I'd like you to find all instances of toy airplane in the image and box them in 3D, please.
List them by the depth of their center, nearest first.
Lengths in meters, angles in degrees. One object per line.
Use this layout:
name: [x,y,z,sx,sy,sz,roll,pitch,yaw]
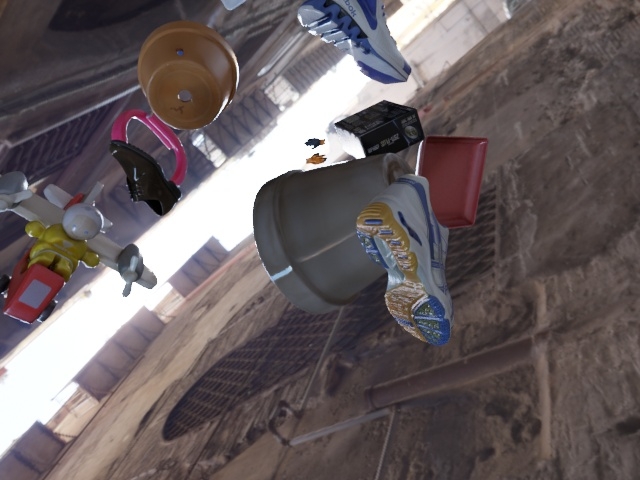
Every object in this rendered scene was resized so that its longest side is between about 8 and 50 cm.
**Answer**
toy airplane: [-0.607,-0.019,1.252,0.386,0.272,0.384,-12,-105,-55]

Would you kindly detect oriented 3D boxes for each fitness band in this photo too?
fitness band: [-0.539,-0.287,1.643,0.291,0.054,0.209,51,-138,-46]

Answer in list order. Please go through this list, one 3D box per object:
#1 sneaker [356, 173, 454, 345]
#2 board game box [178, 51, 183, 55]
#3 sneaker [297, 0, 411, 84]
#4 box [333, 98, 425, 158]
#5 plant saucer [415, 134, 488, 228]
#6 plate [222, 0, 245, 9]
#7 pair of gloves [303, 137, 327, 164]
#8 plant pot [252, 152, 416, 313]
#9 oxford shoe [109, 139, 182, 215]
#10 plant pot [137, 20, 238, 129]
sneaker: [0.161,0.036,0.783,0.131,0.112,0.296,-49,-47,-30]
board game box: [-0.436,-0.578,1.604,0.169,0.133,0.033,43,-138,-6]
sneaker: [0.113,-0.511,1.185,0.315,0.182,0.127,27,177,-35]
box: [0.135,-0.258,1.209,0.077,0.147,0.180,67,172,-27]
plant saucer: [0.348,-0.160,1.422,0.258,0.048,0.259,-6,-72,-35]
plate: [-0.145,-0.619,0.952,0.278,0.277,0.045,59,-136,-23]
pair of gloves: [-0.016,-0.275,1.585,0.010,0.074,0.083,-26,-67,-65]
plant pot: [0.066,-0.037,1.071,0.323,0.280,0.323,33,-135,-41]
oxford shoe: [-0.424,-0.143,1.220,0.227,0.083,0.096,55,-130,-41]
plant pot: [-0.378,-0.449,1.462,0.291,0.291,0.203,32,-154,-30]
